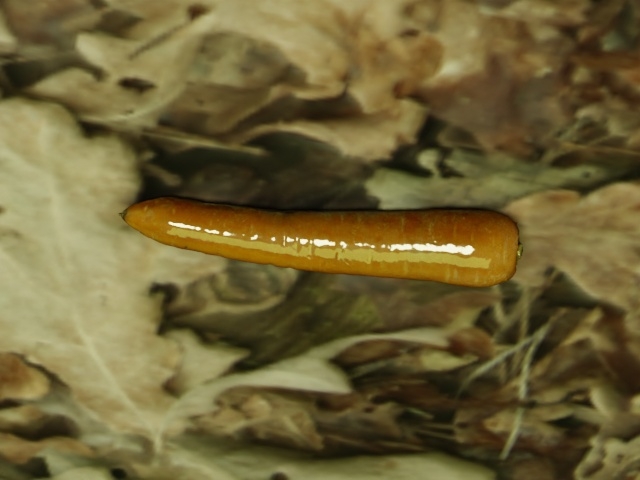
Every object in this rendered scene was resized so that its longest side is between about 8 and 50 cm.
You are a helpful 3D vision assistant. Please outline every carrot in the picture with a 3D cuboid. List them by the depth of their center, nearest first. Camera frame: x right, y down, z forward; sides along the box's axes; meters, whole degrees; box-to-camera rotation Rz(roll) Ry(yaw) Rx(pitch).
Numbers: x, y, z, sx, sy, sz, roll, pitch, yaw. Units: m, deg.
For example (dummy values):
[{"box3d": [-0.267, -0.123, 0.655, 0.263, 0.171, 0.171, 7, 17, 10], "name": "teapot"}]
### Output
[{"box3d": [0.000, 0.000, 0.910, 0.190, 0.037, 0.037, 3, 137, -2], "name": "carrot"}]
